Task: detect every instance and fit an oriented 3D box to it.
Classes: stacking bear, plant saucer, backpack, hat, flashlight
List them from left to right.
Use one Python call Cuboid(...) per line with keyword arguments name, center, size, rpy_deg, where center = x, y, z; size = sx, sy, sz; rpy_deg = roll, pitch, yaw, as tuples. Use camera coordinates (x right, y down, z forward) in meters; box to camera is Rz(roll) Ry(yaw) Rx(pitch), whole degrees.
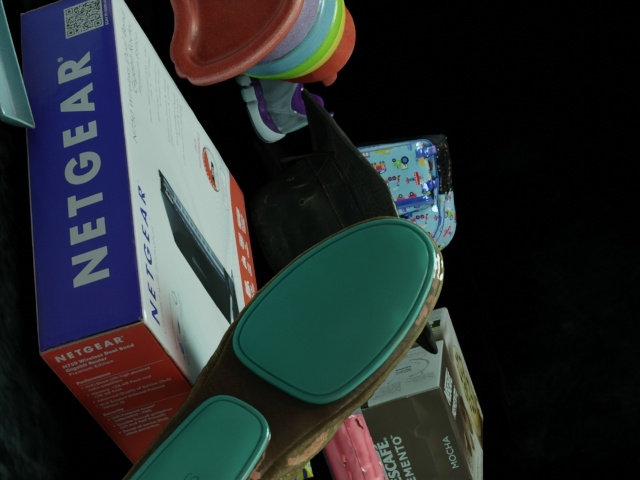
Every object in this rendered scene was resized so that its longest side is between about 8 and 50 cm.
Cuboid(name="plant saucer", center=(-0.249, -0.174, 1.452), size=(0.067, 0.018, 0.192), rpy_deg=(25, 49, -76))
Cuboid(name="stacking bear", center=(-0.048, -0.241, 2.151), size=(0.289, 0.164, 0.175), rpy_deg=(20, 53, -71))
Cuboid(name="hat", center=(0.000, 0.000, 2.157), size=(0.331, 0.134, 0.331), rpy_deg=(157, -90, -82))
Cuboid(name="flashlight", center=(0.033, 0.215, 2.069), size=(0.103, 0.103, 0.304), rpy_deg=(-43, 119, -50))
Cuboid(name="backpack", center=(0.110, -0.055, 2.812), size=(0.117, 0.158, 0.173), rpy_deg=(-31, 115, -71))

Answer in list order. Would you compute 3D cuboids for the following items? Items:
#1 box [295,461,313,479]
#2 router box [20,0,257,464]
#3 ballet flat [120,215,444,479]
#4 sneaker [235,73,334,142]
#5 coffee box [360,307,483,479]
Cuboid(name="box", center=(-0.062, 0.160, 1.754), size=(0.169, 0.059, 0.054), rpy_deg=(58, 15, -54))
Cuboid(name="router box", center=(-0.130, 0.021, 1.568), size=(0.301, 0.082, 0.335), rpy_deg=(60, 16, -51))
Cuboid(name="ballet flat", center=(-0.035, 0.128, 1.422), size=(0.116, 0.342, 0.124), rpy_deg=(32, -24, 15))
Cuboid(name="sneaker", center=(-0.061, -0.226, 2.314), size=(0.083, 0.098, 0.224), rpy_deg=(-90, 160, -59))
Cuboid(name="coffee box", center=(0.123, 0.218, 2.476), size=(0.297, 0.118, 0.168), rpy_deg=(-72, 144, -73))
